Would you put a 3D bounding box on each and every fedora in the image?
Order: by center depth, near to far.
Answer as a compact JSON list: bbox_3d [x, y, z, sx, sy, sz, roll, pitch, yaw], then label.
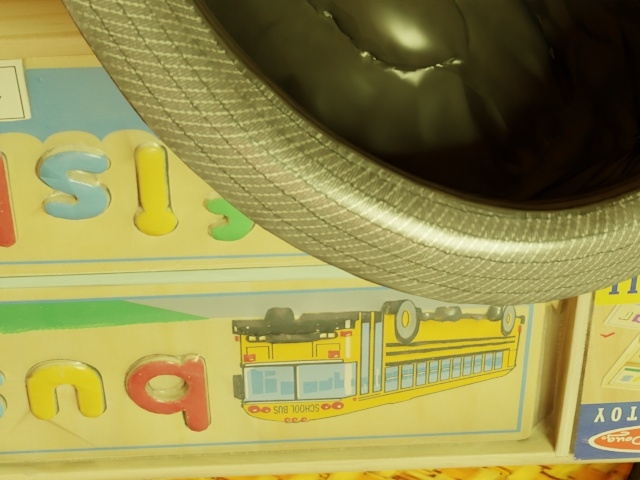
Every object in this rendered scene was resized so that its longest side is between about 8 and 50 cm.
[{"bbox_3d":[0.020,-0.103,0.602,0.275,0.243,0.124,40,160,-9],"label":"fedora"}]

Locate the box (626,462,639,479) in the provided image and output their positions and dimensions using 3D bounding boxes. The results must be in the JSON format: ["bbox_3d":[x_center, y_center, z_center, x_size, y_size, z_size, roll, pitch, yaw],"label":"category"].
[{"bbox_3d":[0.349,0.254,0.897,0.395,0.293,0.212,2,135,-6],"label":"box"}]

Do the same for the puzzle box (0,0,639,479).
[{"bbox_3d":[0.000,0.000,0.788,0.409,0.052,0.272,-3,137,-1],"label":"puzzle box"}]
